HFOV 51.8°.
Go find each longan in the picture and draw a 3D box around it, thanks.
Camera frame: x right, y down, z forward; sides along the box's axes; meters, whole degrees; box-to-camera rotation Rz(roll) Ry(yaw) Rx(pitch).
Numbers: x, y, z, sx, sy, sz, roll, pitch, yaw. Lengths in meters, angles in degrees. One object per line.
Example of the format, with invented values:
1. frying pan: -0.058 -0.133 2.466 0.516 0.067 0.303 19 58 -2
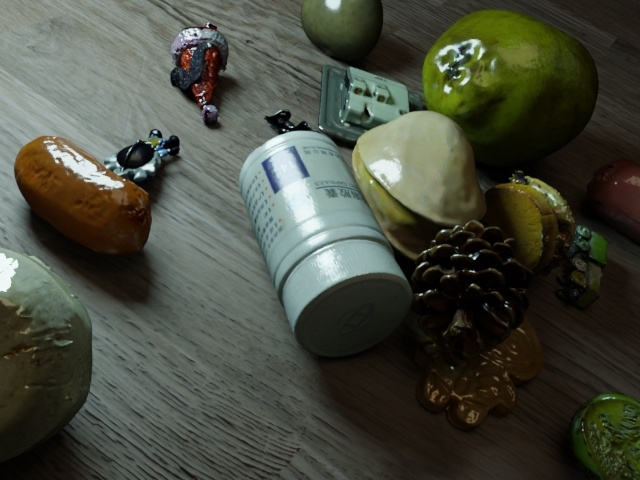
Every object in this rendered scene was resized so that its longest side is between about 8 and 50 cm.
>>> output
1. longan: 0.058 -0.552 1.623 0.196 0.196 0.220 -26 63 -38

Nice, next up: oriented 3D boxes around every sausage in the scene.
1. sausage: 0.703 -0.065 1.406 0.279 0.152 0.152 39 46 17
2. sausage: -0.368 -0.068 1.017 0.258 0.133 0.133 33 44 15

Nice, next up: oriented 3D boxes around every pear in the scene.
1. pear: 0.402 -0.321 1.420 0.413 0.352 0.352 -6 49 -35

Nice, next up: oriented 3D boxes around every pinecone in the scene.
1. pinecone: 0.221 0.084 0.994 0.185 0.168 0.212 47 49 -14

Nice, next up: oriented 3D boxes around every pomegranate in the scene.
1. pomegranate: 0.447 0.286 0.965 0.169 0.122 0.143 -42 71 -2

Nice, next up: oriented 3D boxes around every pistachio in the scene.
1. pistachio: 0.172 -0.101 1.174 0.238 0.229 0.321 11 40 -19

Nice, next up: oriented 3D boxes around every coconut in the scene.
1. coconut: -0.377 0.126 0.739 0.245 0.247 0.245 1 85 -13

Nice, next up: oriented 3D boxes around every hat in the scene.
1. hat: -0.251 -0.334 1.364 0.140 0.129 0.227 -18 64 17

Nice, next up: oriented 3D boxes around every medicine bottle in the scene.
1. medicine bottle: 0.000 0.000 1.041 0.190 0.190 0.332 -4 48 -24

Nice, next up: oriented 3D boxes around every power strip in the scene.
1. power strip: 0.125 -0.301 1.467 0.257 0.092 0.251 14 40 -12

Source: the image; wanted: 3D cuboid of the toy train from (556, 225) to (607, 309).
1. toy train: 0.511 0.051 1.280 0.081 0.060 0.202 29 45 1

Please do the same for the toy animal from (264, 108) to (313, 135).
1. toy animal: -0.059 -0.204 1.291 0.062 0.108 0.220 -12 17 -26

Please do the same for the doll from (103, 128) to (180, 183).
1. doll: -0.315 -0.142 1.155 0.096 0.070 0.195 14 34 10

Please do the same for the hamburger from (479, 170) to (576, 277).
1. hamburger: 0.383 -0.022 1.215 0.118 0.182 0.191 -16 37 -27

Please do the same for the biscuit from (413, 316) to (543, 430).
1. biscuit: 0.252 0.179 1.068 0.202 0.044 0.288 35 43 15
